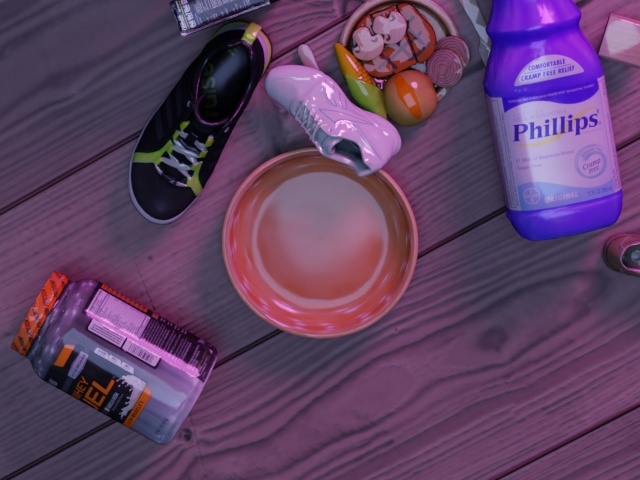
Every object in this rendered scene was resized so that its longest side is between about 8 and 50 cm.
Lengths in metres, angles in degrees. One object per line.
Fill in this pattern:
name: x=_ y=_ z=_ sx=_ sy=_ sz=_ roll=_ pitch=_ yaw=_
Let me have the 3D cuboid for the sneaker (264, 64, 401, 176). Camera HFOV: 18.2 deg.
sneaker: x=0.006 y=-0.120 z=1.973 sx=0.152 sy=0.061 sz=0.054 roll=33 pitch=134 yaw=5

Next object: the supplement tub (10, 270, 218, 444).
supplement tub: x=-0.211 y=0.116 z=2.032 sx=0.190 sy=0.117 sz=0.117 roll=29 pitch=103 yaw=-3

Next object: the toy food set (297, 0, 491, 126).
toy food set: x=0.081 y=-0.181 z=1.987 sx=0.192 sy=0.038 sz=0.132 roll=-27 pitch=100 yaw=9

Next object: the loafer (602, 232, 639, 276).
loafer: x=0.360 y=0.021 z=2.013 sx=0.148 sy=0.050 sz=0.056 roll=-1 pitch=103 yaw=3

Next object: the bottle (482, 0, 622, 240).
bottle: x=0.220 y=-0.146 z=1.957 sx=0.118 sy=0.092 sz=0.283 roll=-11 pitch=103 yaw=-3

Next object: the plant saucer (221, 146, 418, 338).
plant saucer: x=0.000 y=0.000 z=2.035 sx=0.200 sy=0.037 sz=0.200 roll=1 pitch=103 yaw=4

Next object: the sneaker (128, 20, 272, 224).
sneaker: x=-0.127 y=-0.119 z=1.982 sx=0.084 sy=0.097 sz=0.235 roll=28 pitch=103 yaw=-3

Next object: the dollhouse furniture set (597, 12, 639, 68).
dollhouse furniture set: x=0.477 y=-0.265 z=1.878 sx=0.355 sy=0.174 sz=0.303 roll=14 pitch=103 yaw=-1

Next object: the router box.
router box: x=-0.091 y=-0.233 z=1.941 sx=0.092 sy=0.122 sz=0.038 roll=-20 pitch=97 yaw=7
